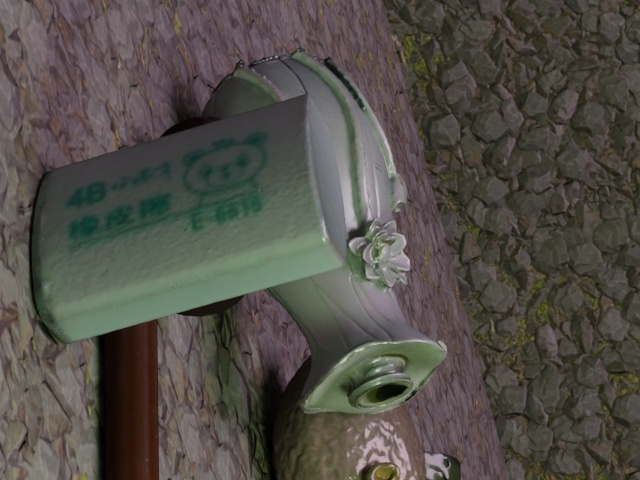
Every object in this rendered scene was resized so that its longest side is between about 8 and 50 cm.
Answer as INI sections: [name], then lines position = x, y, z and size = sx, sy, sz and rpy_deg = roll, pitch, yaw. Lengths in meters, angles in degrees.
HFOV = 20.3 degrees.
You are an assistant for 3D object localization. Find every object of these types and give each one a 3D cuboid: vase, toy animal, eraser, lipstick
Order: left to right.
[lipstick]
position = -0.192, 0.118, 1.807
size = 0.057, 0.057, 0.357
rpy_deg = 56, 25, -54
[eraser]
position = -0.127, -0.020, 1.714
size = 0.104, 0.290, 0.189
rpy_deg = 61, 17, -45
[vase]
position = 0.000, 0.000, 2.205
size = 0.445, 0.250, 0.250
rpy_deg = 68, 9, 27
[toy animal]
position = 0.034, 0.280, 2.273
size = 0.226, 0.188, 0.358
rpy_deg = 48, 29, -63

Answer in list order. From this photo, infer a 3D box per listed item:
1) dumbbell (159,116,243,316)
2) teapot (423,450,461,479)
[dumbbell]
position = -0.137, -0.029, 2.024
size = 0.225, 0.124, 0.140
rpy_deg = -85, 156, -51
[teapot]
position = 0.102, 0.444, 2.433
size = 0.270, 0.200, 0.337
rpy_deg = 13, 57, -37
